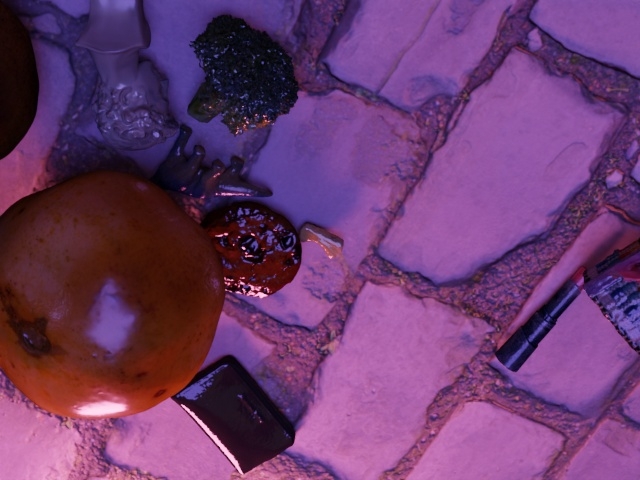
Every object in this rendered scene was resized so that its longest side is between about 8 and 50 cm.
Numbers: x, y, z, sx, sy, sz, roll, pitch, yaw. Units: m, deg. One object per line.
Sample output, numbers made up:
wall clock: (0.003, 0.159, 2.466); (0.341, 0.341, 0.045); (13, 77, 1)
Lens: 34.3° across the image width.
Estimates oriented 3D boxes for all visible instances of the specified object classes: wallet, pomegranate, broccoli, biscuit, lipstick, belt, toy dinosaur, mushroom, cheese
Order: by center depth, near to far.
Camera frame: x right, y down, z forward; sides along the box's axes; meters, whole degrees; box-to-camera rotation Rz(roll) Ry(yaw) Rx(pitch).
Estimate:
mushroom: (-0.608, -0.270, 1.598); (0.346, 0.259, 0.345); (-16, 142, -13)
broccoli: (-0.142, -0.248, 1.661); (0.220, 0.194, 0.194); (18, 117, -35)
pomegranate: (-0.353, 0.086, 1.688); (0.417, 0.416, 0.416); (-1, 116, -1)
toy dinosaur: (-0.220, -0.084, 1.778); (0.248, 0.075, 0.188); (27, 122, -20)
belt: (0.598, 0.110, 1.806); (0.160, 0.206, 0.295); (-39, 106, 20)
biscuit: (-0.128, 0.019, 1.823); (0.192, 0.049, 0.192); (3, 118, 6)
cheese: (0.000, 0.000, 1.829); (0.083, 0.030, 0.044); (25, 110, -2)
lipstick: (0.412, 0.138, 1.902); (0.053, 0.053, 0.234); (31, 108, -16)
wallet: (-0.164, 0.332, 1.984); (0.149, 0.044, 0.250); (-31, 113, 9)

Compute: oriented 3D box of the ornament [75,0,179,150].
ornament: (-0.315, -0.276, 1.637); (0.130, 0.120, 0.285); (-10, 115, 5)
